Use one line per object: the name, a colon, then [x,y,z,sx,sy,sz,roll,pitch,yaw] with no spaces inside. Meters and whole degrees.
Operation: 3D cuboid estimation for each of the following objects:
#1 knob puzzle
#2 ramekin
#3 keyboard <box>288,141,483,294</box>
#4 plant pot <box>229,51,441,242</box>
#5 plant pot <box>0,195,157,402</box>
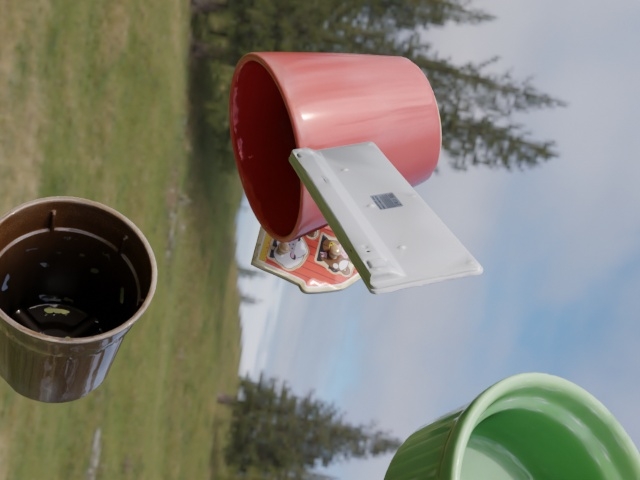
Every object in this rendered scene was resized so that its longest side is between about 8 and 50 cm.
knob puzzle: [0.000,0.000,1.746,0.030,0.213,0.213,128,-25,-51]
ramekin: [0.204,0.303,1.160,0.148,0.303,0.304,-30,-136,48]
keyboard: [0.037,-0.024,0.779,0.256,0.072,0.014,-120,-153,-64]
plant pot: [0.025,-0.154,1.618,0.275,0.243,0.275,44,-38,51]
plant pot: [-0.258,0.071,1.106,0.165,0.166,0.167,115,-14,-51]
